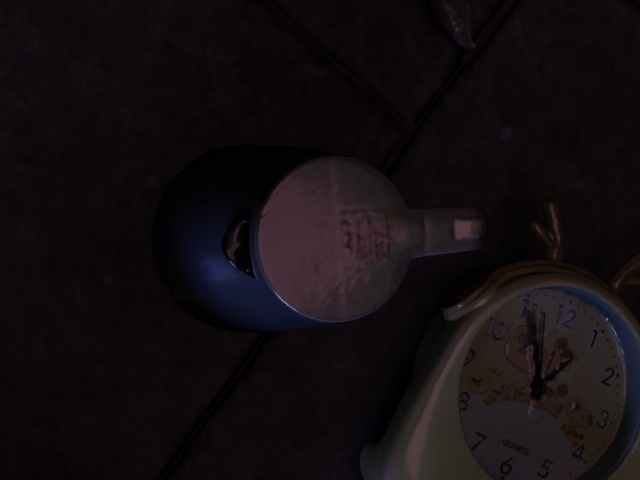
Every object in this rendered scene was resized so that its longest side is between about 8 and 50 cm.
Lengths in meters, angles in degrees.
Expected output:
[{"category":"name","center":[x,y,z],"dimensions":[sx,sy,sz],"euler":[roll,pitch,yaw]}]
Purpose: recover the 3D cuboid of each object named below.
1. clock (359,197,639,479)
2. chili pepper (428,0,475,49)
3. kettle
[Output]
[{"category":"clock","center":[0.190,0.125,1.033],"dimensions":[0.235,0.096,0.308],"euler":[26,82,-16]},{"category":"chili pepper","center":[0.114,-0.245,1.032],"dimensions":[0.050,0.041,0.153],"euler":[-10,111,1]},{"category":"kettle","center":[0.000,0.000,0.890],"dimensions":[0.211,0.243,0.160],"euler":[1,90,-20]}]
